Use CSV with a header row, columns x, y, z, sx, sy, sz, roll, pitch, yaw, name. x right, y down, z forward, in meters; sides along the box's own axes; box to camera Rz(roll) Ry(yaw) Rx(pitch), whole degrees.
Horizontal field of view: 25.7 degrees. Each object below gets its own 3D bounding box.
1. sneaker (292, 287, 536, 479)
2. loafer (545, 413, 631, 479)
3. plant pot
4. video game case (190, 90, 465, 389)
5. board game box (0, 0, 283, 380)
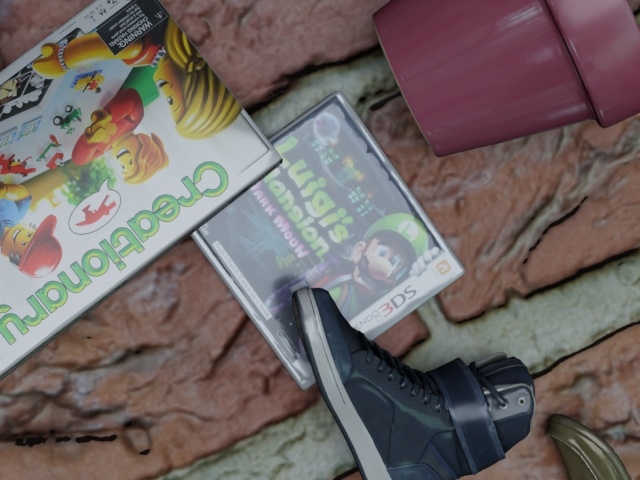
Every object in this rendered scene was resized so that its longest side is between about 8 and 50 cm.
x,y,z,sx,sy,sz,roll,pitch,yaw,name
0.080,0.106,1.140,0.163,0.086,0.226,-25,117,1,sneaker
0.239,0.212,1.199,0.050,0.056,0.148,-41,96,-10,loafer
0.148,-0.161,1.117,0.180,0.201,0.201,-25,95,11,plant pot
0.000,0.000,1.179,0.173,0.022,0.190,-36,96,-5,video game case
-0.208,-0.047,1.124,0.305,0.053,0.193,-38,89,-4,board game box
